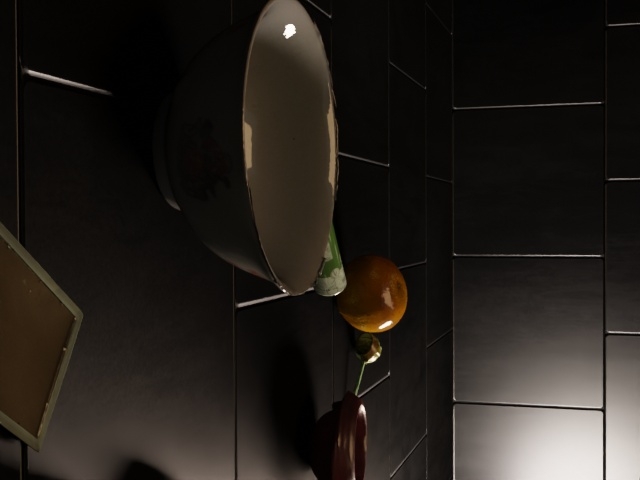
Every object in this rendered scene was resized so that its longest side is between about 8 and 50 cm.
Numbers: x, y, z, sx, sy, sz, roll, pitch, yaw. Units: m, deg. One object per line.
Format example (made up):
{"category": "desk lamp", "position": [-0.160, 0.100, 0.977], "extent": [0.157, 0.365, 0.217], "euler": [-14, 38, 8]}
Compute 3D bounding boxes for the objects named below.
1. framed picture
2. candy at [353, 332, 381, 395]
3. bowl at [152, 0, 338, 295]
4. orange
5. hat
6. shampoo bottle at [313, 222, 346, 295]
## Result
{"category": "framed picture", "position": [-0.263, 0.080, 0.797], "extent": [0.183, 0.011, 0.142], "euler": [66, 28, -54]}
{"category": "candy", "position": [0.076, 0.282, 1.897], "extent": [0.061, 0.061, 0.203], "euler": [63, 40, -57]}
{"category": "bowl", "position": [-0.097, -0.107, 1.102], "extent": [0.345, 0.157, 0.346], "euler": [0, 90, -74]}
{"category": "orange", "position": [0.095, 0.104, 1.819], "extent": [0.154, 0.134, 0.155], "euler": [41, 37, -41]}
{"category": "hat", "position": [0.028, 0.363, 1.646], "extent": [0.205, 0.089, 0.206], "euler": [1, 90, -79]}
{"category": "shampoo bottle", "position": [0.000, 0.000, 1.588], "extent": [0.065, 0.065, 0.204], "euler": [-72, 155, -47]}
